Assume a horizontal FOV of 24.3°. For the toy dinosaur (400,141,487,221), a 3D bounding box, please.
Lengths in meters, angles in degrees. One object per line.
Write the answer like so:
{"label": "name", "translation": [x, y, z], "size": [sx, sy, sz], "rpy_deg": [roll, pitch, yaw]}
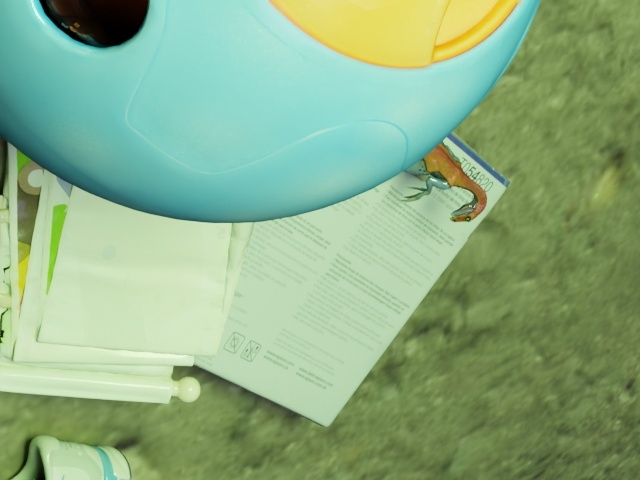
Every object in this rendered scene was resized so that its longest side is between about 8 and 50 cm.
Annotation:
{"label": "toy dinosaur", "translation": [0.073, -0.042, 0.932], "size": [0.082, 0.090, 0.047], "rpy_deg": [31, 86, -6]}

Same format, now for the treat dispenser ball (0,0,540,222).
{"label": "treat dispenser ball", "translation": [-0.040, -0.152, 0.644], "size": [0.288, 0.288, 0.288], "rpy_deg": [-24, 134, -27]}

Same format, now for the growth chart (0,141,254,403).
{"label": "growth chart", "translation": [-0.115, -0.002, 0.855], "size": [0.172, 0.021, 0.237], "rpy_deg": [15, 113, -17]}

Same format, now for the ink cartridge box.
{"label": "ink cartridge box", "translation": [0.000, 0.000, 0.988], "size": [0.224, 0.045, 0.223], "rpy_deg": [-52, 140, 3]}

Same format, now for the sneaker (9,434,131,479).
{"label": "sneaker", "translation": [-0.207, 0.203, 0.953], "size": [0.083, 0.071, 0.191], "rpy_deg": [33, 87, -44]}
